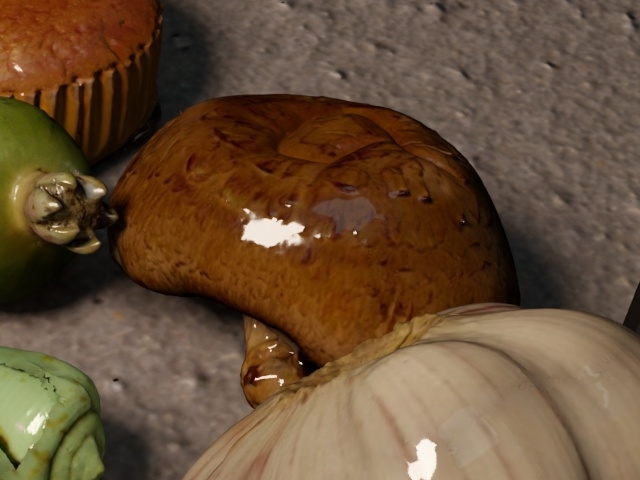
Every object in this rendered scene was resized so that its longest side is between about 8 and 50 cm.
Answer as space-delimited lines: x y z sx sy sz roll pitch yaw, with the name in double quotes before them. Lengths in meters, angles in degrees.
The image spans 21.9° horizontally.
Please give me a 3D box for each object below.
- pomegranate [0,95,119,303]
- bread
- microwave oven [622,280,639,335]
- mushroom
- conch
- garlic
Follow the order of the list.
"pomegranate" -0.162 -0.020 0.866 0.142 0.115 0.114 5 31 44
"bread" -0.190 -0.122 0.991 0.199 0.104 0.199 7 44 -6
"microwave oven" 0.248 0.055 0.785 0.178 0.247 0.188 -21 52 -33
"mushroom" 0.002 -0.011 0.883 0.231 0.138 0.194 20 43 11
"conch" -0.179 0.092 0.793 0.170 0.079 0.106 15 34 28
"garlic" 0.061 0.159 0.695 0.245 0.245 0.253 -18 85 -27
